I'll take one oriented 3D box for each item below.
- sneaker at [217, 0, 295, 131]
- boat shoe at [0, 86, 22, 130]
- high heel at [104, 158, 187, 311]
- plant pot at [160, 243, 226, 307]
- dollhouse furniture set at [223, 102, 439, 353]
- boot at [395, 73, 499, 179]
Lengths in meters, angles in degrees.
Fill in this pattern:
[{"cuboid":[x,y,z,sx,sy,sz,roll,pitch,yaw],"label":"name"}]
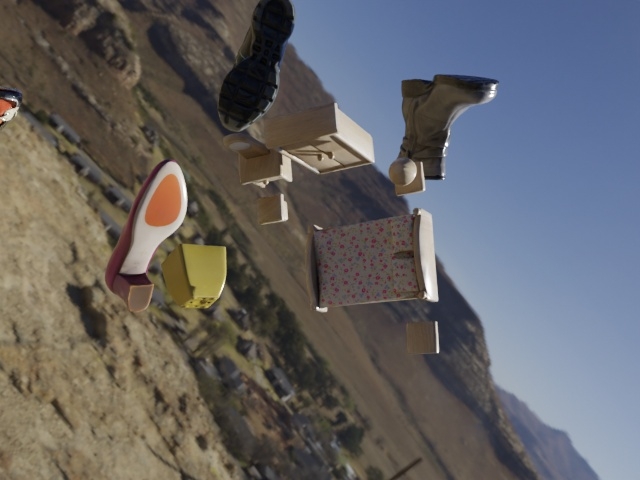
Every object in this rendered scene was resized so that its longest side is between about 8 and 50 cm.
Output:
[{"cuboid":[-0.116,-0.328,1.306,0.101,0.267,0.106,24,-1,-9],"label":"sneaker"},{"cuboid":[-0.457,-0.185,0.978,0.049,0.043,0.137,9,-12,-36],"label":"boat shoe"},{"cuboid":[-0.423,-0.033,1.595,0.127,0.377,0.181,9,21,-42],"label":"high heel"},{"cuboid":[-0.196,0.061,1.090,0.081,0.081,0.083,4,61,-35],"label":"plant pot"},{"cuboid":[0.000,0.000,1.037,0.174,0.303,0.355,21,63,-63],"label":"dollhouse furniture set"},{"cuboid":[0.262,-0.231,1.460,0.338,0.118,0.222,-149,-117,-74],"label":"boot"}]
